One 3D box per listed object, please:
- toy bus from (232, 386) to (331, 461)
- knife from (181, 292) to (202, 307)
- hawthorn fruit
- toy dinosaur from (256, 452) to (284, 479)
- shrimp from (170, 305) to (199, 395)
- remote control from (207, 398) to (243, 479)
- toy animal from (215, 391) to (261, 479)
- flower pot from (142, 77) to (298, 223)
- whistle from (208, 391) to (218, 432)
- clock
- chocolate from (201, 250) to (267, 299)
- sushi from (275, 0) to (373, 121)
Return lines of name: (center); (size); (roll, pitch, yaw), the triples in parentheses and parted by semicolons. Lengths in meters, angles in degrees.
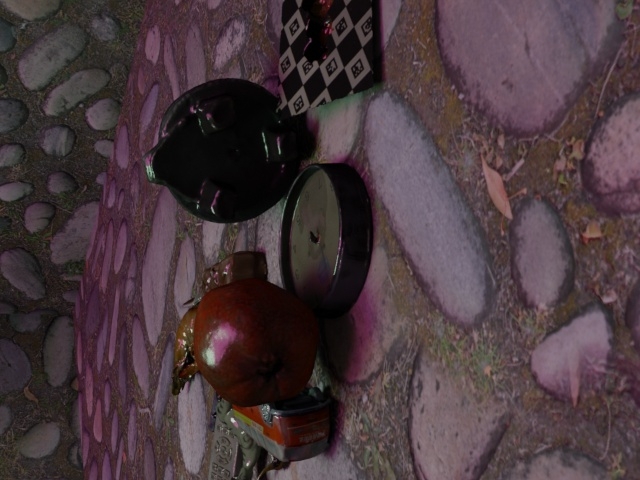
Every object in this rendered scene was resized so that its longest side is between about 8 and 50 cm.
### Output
toy bus: (-0.073, 0.314, 1.421); (0.265, 0.121, 0.120); (8, 102, 64)
knife: (-0.315, 0.150, 2.028); (0.022, 0.046, 0.256); (52, 153, -9)
hawthorn fruit: (-0.117, 0.154, 1.335); (0.262, 0.210, 0.210); (-120, 41, -60)
toy dinosaur: (-0.084, 0.411, 1.513); (0.180, 0.037, 0.058); (120, 149, -42)
shrimp: (-0.335, 0.304, 2.039); (0.152, 0.063, 0.287); (41, 122, 46)
remote control: (-0.190, 0.443, 1.720); (0.109, 0.055, 0.313); (5, 87, 55)
toy animal: (-0.166, 0.387, 1.621); (0.217, 0.073, 0.176); (52, 128, 33)
flower pot: (-0.203, -0.172, 1.548); (0.283, 0.299, 0.299); (-146, 63, -66)
whistle: (-0.234, 0.373, 1.838); (0.033, 0.033, 0.176); (-129, 48, -55)
clock: (0.000, 0.000, 1.374); (0.280, 0.055, 0.280); (-176, 90, -65)
chocolate: (-0.195, 0.110, 1.724); (0.214, 0.093, 0.148); (-35, 57, 58)
sushi: (0.021, -0.367, 1.390); (0.264, 0.050, 0.290); (-11, 74, 49)
